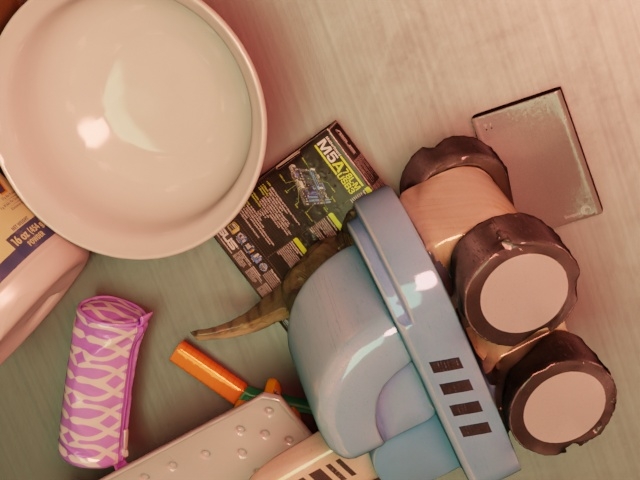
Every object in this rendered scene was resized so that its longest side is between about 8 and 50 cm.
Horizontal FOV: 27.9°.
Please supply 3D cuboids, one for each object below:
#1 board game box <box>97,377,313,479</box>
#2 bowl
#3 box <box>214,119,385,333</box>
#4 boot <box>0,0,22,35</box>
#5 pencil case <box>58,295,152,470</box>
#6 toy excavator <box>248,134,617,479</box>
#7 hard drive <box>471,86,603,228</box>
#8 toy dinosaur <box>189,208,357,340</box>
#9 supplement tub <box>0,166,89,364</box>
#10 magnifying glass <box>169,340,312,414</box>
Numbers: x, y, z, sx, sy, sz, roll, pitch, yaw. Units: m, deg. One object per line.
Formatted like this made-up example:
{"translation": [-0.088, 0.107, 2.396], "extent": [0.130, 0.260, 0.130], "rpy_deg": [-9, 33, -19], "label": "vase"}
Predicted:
{"translation": [-0.091, 0.381, 1.491], "extent": [0.390, 0.050, 0.390], "rpy_deg": [-30, 111, 22], "label": "board game box"}
{"translation": [-0.181, -0.138, 1.330], "extent": [0.297, 0.134, 0.298], "rpy_deg": [4, 109, 13], "label": "bowl"}
{"translation": [0.000, 0.000, 1.379], "extent": [0.184, 0.045, 0.191], "rpy_deg": [-36, 96, 20], "label": "box"}
{"translation": [-0.388, -0.227, 1.348], "extent": [0.152, 0.073, 0.197], "rpy_deg": [19, 148, 15], "label": "boot"}
{"translation": [-0.249, 0.166, 1.478], "extent": [0.088, 0.086, 0.206], "rpy_deg": [20, 114, 25], "label": "pencil case"}
{"translation": [0.047, 0.174, 1.257], "extent": [0.445, 0.222, 0.433], "rpy_deg": [-24, 123, 1], "label": "toy excavator"}
{"translation": [0.220, -0.077, 1.304], "extent": [0.094, 0.022, 0.135], "rpy_deg": [-18, 103, 19], "label": "hard drive"}
{"translation": [-0.006, 0.070, 1.349], "extent": [0.268, 0.064, 0.118], "rpy_deg": [-38, 87, 25], "label": "toy dinosaur"}
{"translation": [-0.439, -0.014, 1.387], "extent": [0.325, 0.235, 0.235], "rpy_deg": [41, 114, -2], "label": "supplement tub"}
{"translation": [-0.071, 0.191, 1.473], "extent": [0.231, 0.026, 0.092], "rpy_deg": [35, 114, 2], "label": "magnifying glass"}
